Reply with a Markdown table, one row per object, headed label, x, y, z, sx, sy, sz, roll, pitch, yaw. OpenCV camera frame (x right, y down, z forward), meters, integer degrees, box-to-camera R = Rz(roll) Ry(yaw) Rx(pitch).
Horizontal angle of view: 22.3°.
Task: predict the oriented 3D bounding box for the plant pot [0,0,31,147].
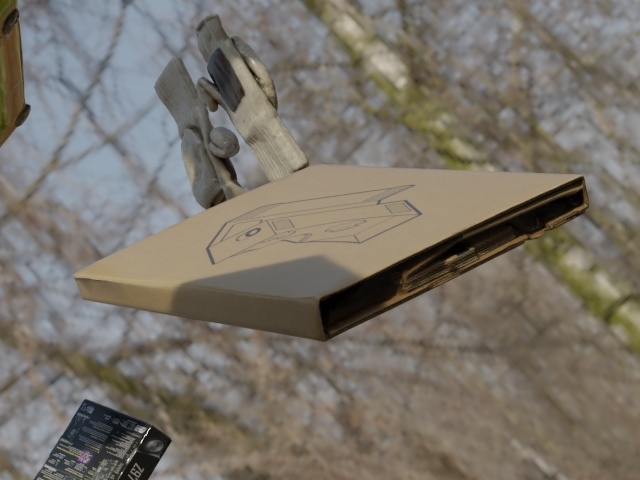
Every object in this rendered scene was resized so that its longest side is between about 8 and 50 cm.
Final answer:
| label | x | y | z | sx | sy | sz | roll | pitch | yaw |
| --- | --- | --- | --- | --- | --- | --- | --- | --- | --- |
| plant pot | -0.309 | -0.106 | 0.988 | 0.228 | 0.207 | 0.227 | -54 | -6 | -23 |

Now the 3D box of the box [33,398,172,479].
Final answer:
| label | x | y | z | sx | sy | sz | roll | pitch | yaw |
| --- | --- | --- | --- | --- | --- | --- | --- | --- | --- |
| box | -0.130 | 0.131 | 0.944 | 0.018 | 0.083 | 0.067 | 41 | -108 | -32 |

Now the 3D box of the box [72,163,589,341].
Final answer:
| label | x | y | z | sx | sy | sz | roll | pitch | yaw |
| --- | --- | --- | --- | --- | --- | --- | --- | --- | --- |
| box | 0.000 | 0.000 | 0.774 | 0.164 | 0.021 | 0.201 | -24 | 18 | -34 |

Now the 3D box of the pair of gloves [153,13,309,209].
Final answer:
| label | x | y | z | sx | sy | sz | roll | pitch | yaw |
| --- | --- | --- | --- | --- | --- | --- | --- | --- | --- |
| pair of gloves | -0.111 | -0.125 | 1.785 | 0.042 | 0.204 | 0.240 | -22 | -5 | -29 |
